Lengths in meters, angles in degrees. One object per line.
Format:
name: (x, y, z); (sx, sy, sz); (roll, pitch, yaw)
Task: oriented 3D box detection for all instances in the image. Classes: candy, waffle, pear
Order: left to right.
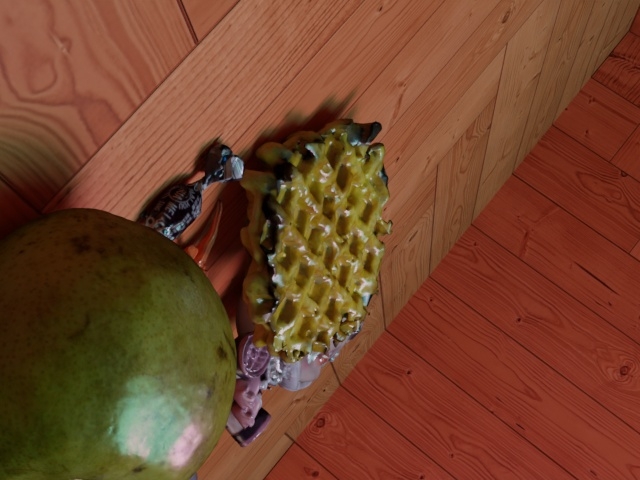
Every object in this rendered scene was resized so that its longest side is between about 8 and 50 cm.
pear: (-0.240, 0.115, 0.905); (0.304, 0.304, 0.304); (-47, 163, -19)
candy: (-0.179, -0.038, 1.163); (0.226, 0.051, 0.094); (-45, 165, -26)
waffle: (0.000, 0.000, 1.420); (0.382, 0.095, 0.380); (-20, 114, -53)

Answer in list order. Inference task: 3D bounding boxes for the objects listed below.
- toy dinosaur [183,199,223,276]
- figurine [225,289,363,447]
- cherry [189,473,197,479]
toy dinosaur: (-0.210, 0.067, 1.288); (0.280, 0.055, 0.101); (-53, -173, -8)
figurine: (-0.079, 0.159, 1.578); (0.361, 0.211, 0.253); (-38, 161, -37)
cherry: (-0.319, 0.451, 1.576); (0.213, 0.183, 0.266); (-61, 156, -26)
